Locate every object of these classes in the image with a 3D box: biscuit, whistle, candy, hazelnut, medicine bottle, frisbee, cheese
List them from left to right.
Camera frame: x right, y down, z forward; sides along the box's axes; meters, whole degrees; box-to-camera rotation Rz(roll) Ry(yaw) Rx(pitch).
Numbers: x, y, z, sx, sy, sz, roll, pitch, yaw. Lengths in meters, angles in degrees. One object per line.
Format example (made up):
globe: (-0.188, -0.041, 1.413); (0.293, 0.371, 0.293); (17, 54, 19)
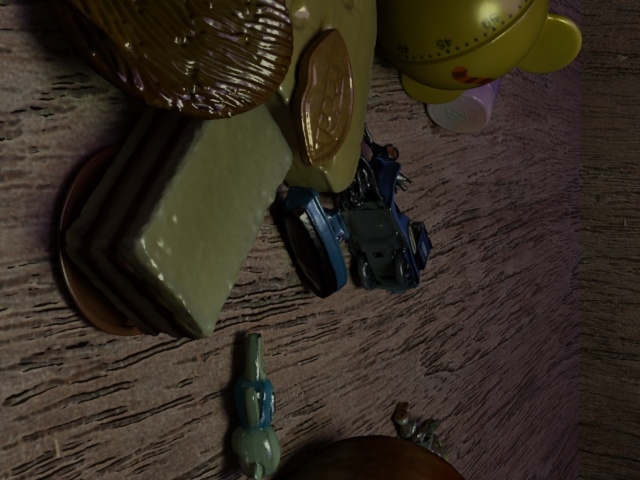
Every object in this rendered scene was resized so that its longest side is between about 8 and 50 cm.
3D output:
frisbee: (-0.243, -0.002, 0.987); (0.251, 0.021, 0.251); (-4, 95, -57)
biscuit: (-0.170, -0.289, 0.916); (0.318, 0.040, 0.318); (15, 60, -29)
candy: (-0.168, -0.055, 0.962); (0.179, 0.135, 0.321); (56, 44, -43)
whistle: (-0.104, 0.262, 1.178); (0.114, 0.077, 0.236); (14, 73, -85)
cheese: (-0.041, -0.289, 1.205); (0.384, 0.104, 0.384); (-8, 99, -58)
biscuit: (0.009, -0.215, 1.166); (0.142, 0.029, 0.221); (30, 68, -55)
hazelnut: (0.080, 0.527, 1.267); (0.409, 0.359, 0.359); (-47, 130, -40)
medicine bottle: (0.347, -0.390, 1.765); (0.152, 0.152, 0.254); (51, 51, -47)

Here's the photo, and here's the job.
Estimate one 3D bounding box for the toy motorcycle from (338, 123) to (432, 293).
toy motorcycle: (0.117, -0.052, 1.466); (0.213, 0.125, 0.358); (-68, 146, -41)

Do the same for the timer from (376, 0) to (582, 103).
timer: (0.281, -0.437, 1.482); (0.387, 0.376, 0.376); (46, 54, -42)

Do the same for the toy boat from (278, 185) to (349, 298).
toy boat: (0.000, 0.000, 1.297); (0.097, 0.100, 0.223); (-45, 131, -29)

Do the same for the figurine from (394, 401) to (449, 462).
figurine: (0.227, 0.446, 1.689); (0.147, 0.093, 0.197); (-63, 141, -52)
